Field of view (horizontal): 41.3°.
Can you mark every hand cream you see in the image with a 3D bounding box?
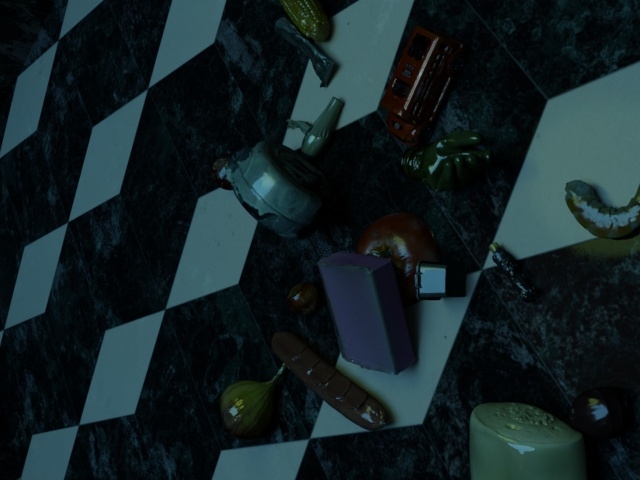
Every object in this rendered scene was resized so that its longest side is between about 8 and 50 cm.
[{"bbox_3d":[-0.048,-0.499,2.206,0.248,0.052,0.075,54,165,30],"label":"hand cream"}]

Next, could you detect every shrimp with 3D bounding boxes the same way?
[{"bbox_3d":[0.537,-0.089,1.562,0.166,0.049,0.161,-51,55,28],"label":"shrimp"}]

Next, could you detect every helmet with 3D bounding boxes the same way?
[{"bbox_3d":[0.498,0.316,1.541,0.123,0.070,0.098,-32,64,39],"label":"helmet"}]

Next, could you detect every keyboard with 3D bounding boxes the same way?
[{"bbox_3d":[0.000,0.000,2.149,0.063,0.010,0.198,-47,55,31],"label":"keyboard"}]

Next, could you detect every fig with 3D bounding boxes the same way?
[{"bbox_3d":[-0.180,0.403,2.200,0.160,0.143,0.230,-108,37,-67],"label":"fig"}]

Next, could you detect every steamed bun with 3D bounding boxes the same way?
[{"bbox_3d":[0.371,0.418,1.580,0.250,0.155,0.200,15,108,61],"label":"steamed bun"}]

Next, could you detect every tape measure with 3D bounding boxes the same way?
[{"bbox_3d":[-0.093,-0.134,2.075,0.275,0.256,0.147,48,114,18],"label":"tape measure"}]

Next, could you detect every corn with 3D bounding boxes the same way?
[{"bbox_3d":[-0.051,-0.617,2.209,0.097,0.097,0.261,-46,56,33],"label":"corn"}]

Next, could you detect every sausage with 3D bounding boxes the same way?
[{"bbox_3d":[0.016,0.338,2.047,0.433,0.088,0.088,33,109,44],"label":"sausage"}]

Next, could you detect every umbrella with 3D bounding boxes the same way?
[{"bbox_3d":[0.386,0.062,1.711,0.144,0.037,0.040,59,139,29],"label":"umbrella"}]

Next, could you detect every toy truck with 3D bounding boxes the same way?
[{"bbox_3d":[0.215,-0.339,1.881,0.107,0.114,0.252,40,113,40],"label":"toy truck"}]

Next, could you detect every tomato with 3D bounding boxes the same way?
[{"bbox_3d":[0.163,0.046,1.921,0.225,0.085,0.225,-6,82,43],"label":"tomato"}]

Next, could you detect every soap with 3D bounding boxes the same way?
[{"bbox_3d":[0.102,0.157,1.896,0.181,0.081,0.259,6,116,49],"label":"soap"}]

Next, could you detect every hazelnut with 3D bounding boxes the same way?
[{"bbox_3d":[-0.042,0.149,2.134,0.086,0.086,0.086,-6,81,46],"label":"hazelnut"}]

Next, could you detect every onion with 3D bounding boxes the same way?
[{"bbox_3d":[-0.250,-0.191,2.381,0.107,0.097,0.107,-3,79,15],"label":"onion"}]

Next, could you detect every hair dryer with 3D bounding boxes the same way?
[{"bbox_3d":[-0.013,-0.317,2.184,0.167,0.067,0.199,-50,37,19],"label":"hair dryer"}]

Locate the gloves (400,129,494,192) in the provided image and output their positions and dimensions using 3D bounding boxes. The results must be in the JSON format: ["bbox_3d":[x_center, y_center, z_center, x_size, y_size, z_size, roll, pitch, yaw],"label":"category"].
[{"bbox_3d":[0.275,-0.166,1.808,0.268,0.107,0.135,6,82,64],"label":"gloves"}]

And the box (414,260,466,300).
[{"bbox_3d":[0.257,0.086,1.793,0.069,0.122,0.084,1,88,35],"label":"box"}]
